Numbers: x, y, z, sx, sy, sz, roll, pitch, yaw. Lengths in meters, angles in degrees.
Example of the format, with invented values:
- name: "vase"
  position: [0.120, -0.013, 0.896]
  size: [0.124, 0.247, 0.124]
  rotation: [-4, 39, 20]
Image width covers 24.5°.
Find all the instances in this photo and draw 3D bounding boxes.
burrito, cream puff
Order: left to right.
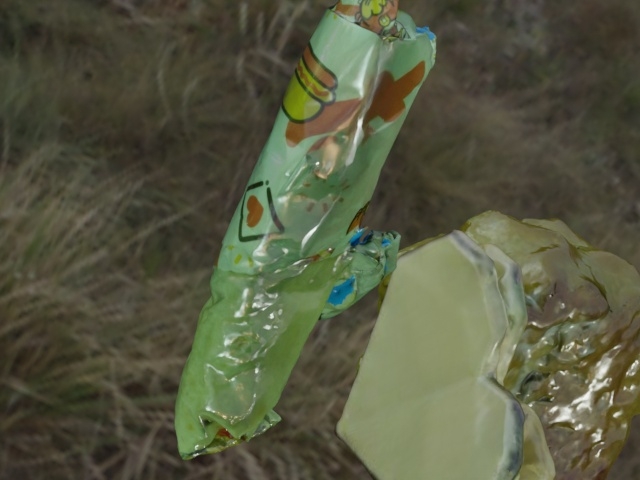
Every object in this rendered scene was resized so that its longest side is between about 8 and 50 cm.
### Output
- name: "burrito"
  position: [0.000, 0.000, 0.792]
  size: [0.104, 0.288, 0.054]
  rotation: [10, 23, -36]
- name: "cream puff"
  position: [0.135, 0.097, 1.200]
  size: [0.282, 0.281, 0.185]
  rotation: [1, 24, -29]

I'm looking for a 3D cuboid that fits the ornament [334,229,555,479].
- name: "ornament"
  position: [0.073, 0.109, 1.025]
  size: [0.059, 0.180, 0.201]
  rotation: [14, 61, -39]
